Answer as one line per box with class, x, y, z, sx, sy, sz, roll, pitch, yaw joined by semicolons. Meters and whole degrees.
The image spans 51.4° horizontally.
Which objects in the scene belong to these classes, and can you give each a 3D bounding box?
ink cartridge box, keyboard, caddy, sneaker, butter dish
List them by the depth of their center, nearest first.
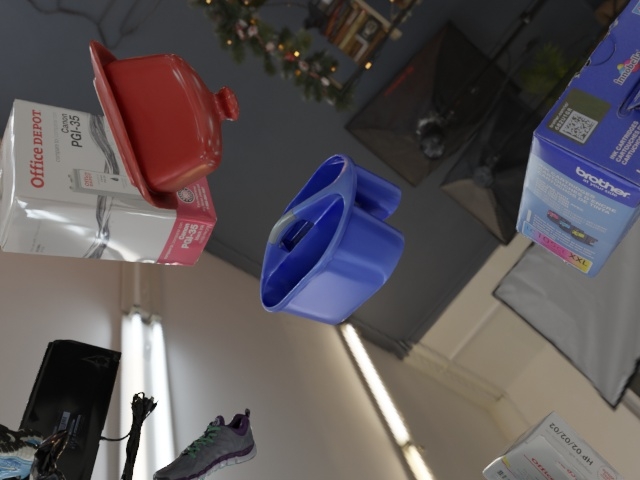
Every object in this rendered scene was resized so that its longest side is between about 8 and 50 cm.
butter dish;-0.138;-0.119;0.653;0.160;0.118;0.160;-137;28;-87
ink cartridge box;0.275;0.272;0.780;0.104;0.062;0.181;45;152;18
sneaker;-0.414;0.277;0.841;0.063;0.073;0.162;37;174;34
ink cartridge box;0.399;-0.144;0.872;0.151;0.270;0.395;34;171;23
ink cartridge box;-0.322;-0.081;1.001;0.283;0.117;0.207;7;-134;-32
keyboard;-0.373;0.313;1.056;0.202;0.033;0.317;19;-132;-19
caddy;0.000;0.000;1.202;0.179;0.341;0.241;21;-134;-22
sneaker;-0.219;0.384;1.243;0.083;0.098;0.224;-4;-178;42

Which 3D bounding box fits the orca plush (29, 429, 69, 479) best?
orca plush;-0.285;0.360;0.767;0.102;0.287;0.151;-1;-178;-33
